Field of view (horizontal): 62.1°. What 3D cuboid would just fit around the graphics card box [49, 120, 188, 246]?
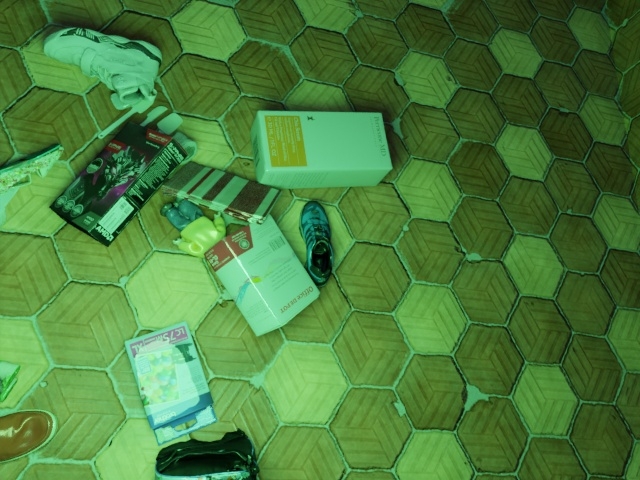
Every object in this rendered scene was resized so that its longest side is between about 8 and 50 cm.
[{"bbox_3d":[-0.600,-0.178,1.588,0.233,0.094,0.371,25,70,33],"label":"graphics card box"}]

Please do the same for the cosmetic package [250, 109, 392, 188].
[{"bbox_3d":[0.000,-0.315,1.860,0.453,0.161,0.230,-4,74,-19],"label":"cosmetic package"}]

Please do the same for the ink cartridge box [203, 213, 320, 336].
[{"bbox_3d":[-0.175,0.103,1.627,0.226,0.131,0.306,-32,92,-51],"label":"ink cartridge box"}]

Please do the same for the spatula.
[{"bbox_3d":[-0.599,-0.377,1.774,0.168,0.019,0.242,41,66,-2],"label":"spatula"}]

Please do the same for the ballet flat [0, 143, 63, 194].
[{"bbox_3d":[-0.880,-0.213,1.603,0.241,0.091,0.077,-37,125,-35],"label":"ballet flat"}]

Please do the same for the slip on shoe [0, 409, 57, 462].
[{"bbox_3d":[-0.856,0.511,1.360,0.331,0.101,0.123,-5,72,-20],"label":"slip on shoe"}]

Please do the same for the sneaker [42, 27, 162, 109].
[{"bbox_3d":[-0.705,-0.556,1.730,0.366,0.137,0.210,2,66,-20],"label":"sneaker"}]

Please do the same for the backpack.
[{"bbox_3d":[-0.308,0.634,1.418,0.264,0.276,0.213,6,84,-12],"label":"backpack"}]

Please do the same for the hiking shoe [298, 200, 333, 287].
[{"bbox_3d":[0.000,0.000,1.771,0.113,0.132,0.304,-2,73,-18],"label":"hiking shoe"}]

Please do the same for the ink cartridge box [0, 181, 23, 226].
[{"bbox_3d":[-1.049,-0.115,1.531,0.275,0.060,0.239,18,43,-11],"label":"ink cartridge box"}]

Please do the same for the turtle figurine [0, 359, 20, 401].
[{"bbox_3d":[-0.932,0.340,1.345,0.266,0.274,0.197,28,101,-11],"label":"turtle figurine"}]

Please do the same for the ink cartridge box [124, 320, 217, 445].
[{"bbox_3d":[-0.432,0.411,1.546,0.186,0.065,0.311,-17,80,-21],"label":"ink cartridge box"}]

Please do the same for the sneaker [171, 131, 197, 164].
[{"bbox_3d":[-0.522,-0.272,1.739,0.232,0.090,0.115,-36,61,-18],"label":"sneaker"}]

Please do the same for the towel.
[{"bbox_3d":[-0.305,-0.154,1.686,0.329,0.037,0.237,18,30,1],"label":"towel"}]

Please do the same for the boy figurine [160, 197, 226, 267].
[{"bbox_3d":[-0.372,-0.020,1.688,0.285,0.092,0.177,47,66,1],"label":"boy figurine"}]
